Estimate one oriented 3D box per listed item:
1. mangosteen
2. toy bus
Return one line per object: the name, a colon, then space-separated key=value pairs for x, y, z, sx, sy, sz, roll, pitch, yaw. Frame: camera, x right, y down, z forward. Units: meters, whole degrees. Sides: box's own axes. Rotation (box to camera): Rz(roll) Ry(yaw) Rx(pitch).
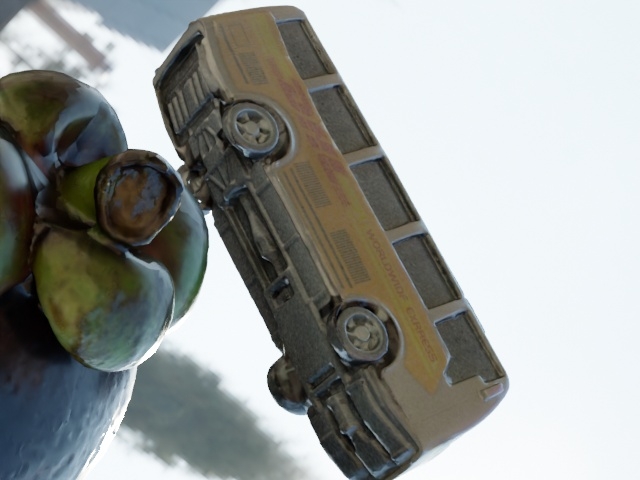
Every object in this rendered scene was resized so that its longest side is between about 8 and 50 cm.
mangosteen: x=-0.226 y=0.034 z=0.860 sx=0.311 sy=0.311 sz=0.311 roll=-39 pitch=-157 yaw=20
toy bus: x=0.000 y=0.000 z=1.075 sx=0.138 sy=0.342 sz=0.097 roll=-18 pitch=163 yaw=-41
